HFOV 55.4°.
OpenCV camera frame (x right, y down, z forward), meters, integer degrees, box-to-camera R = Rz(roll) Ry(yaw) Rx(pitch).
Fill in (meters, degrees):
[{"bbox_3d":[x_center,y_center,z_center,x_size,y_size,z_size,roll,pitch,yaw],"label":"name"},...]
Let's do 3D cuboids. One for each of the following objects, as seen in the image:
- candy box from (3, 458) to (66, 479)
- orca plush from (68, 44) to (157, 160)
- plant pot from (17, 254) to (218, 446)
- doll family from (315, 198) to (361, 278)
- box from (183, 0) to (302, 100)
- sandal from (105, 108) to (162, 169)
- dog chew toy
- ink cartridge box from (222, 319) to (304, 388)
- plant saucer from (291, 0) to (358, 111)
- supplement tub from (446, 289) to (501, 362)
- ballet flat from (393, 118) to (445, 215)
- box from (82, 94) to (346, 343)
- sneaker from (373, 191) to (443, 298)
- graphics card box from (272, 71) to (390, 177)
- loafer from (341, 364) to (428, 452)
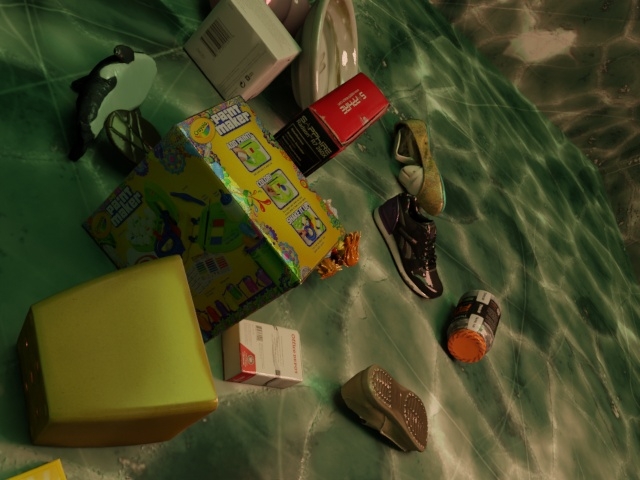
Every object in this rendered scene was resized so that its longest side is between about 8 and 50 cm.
[{"bbox_3d":[-0.328,0.376,0.720,0.105,0.027,0.206,-8,69,-54],"label":"candy box"},{"bbox_3d":[-0.399,-0.256,1.102,0.151,0.102,0.287,82,17,-55],"label":"orca plush"},{"bbox_3d":[-0.282,0.162,0.803,0.187,0.212,0.212,-5,66,-35],"label":"plant pot"},{"bbox_3d":[0.000,0.000,1.293,0.263,0.118,0.163,-11,72,-51],"label":"doll family"},{"bbox_3d":[-0.175,-0.433,1.375,0.182,0.181,0.119,51,38,-6],"label":"box"},{"bbox_3d":[-0.310,-0.157,1.115,0.219,0.060,0.090,31,58,-54],"label":"sandal"},{"bbox_3d":[-0.123,-0.586,1.545,0.331,0.206,0.207,10,56,-55],"label":"dog chew toy"},{"bbox_3d":[-0.102,0.202,1.078,0.135,0.056,0.099,20,50,-38],"label":"ink cartridge box"},{"bbox_3d":[0.005,-0.436,1.540,0.400,0.100,0.401,6,90,-75],"label":"plant saucer"},{"bbox_3d":[0.393,0.220,1.567,0.117,0.117,0.190,51,36,-7],"label":"supplement tub"},{"bbox_3d":[0.276,-0.220,1.791,0.123,0.123,0.349,23,48,-36],"label":"ballet flat"},{"bbox_3d":[-0.171,-0.020,0.975,0.279,0.290,0.177,52,37,-6],"label":"box"},{"bbox_3d":[0.250,0.012,1.558,0.107,0.124,0.283,-23,81,-52],"label":"sneaker"},{"bbox_3d":[-0.066,-0.144,1.120,0.094,0.371,0.233,51,38,-7],"label":"graphics card box"},{"bbox_3d":[0.132,0.336,1.215,0.268,0.092,0.102,52,38,-33],"label":"loafer"}]
